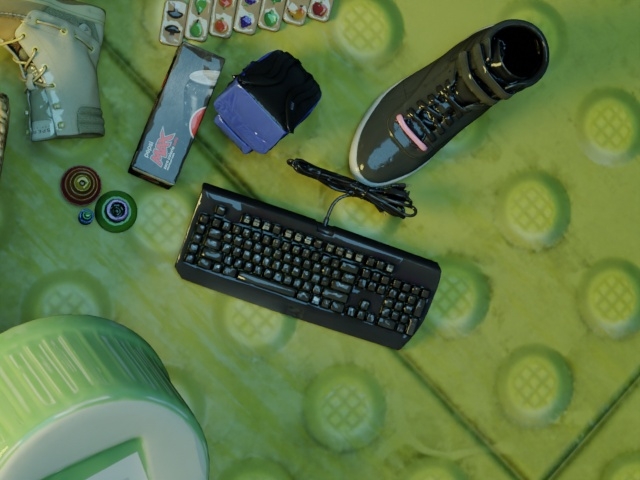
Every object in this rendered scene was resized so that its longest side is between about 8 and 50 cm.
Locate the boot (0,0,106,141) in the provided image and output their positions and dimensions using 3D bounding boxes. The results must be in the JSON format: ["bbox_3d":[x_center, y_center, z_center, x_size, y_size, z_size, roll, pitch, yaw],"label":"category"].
[{"bbox_3d":[-0.329,-0.196,1.500,0.213,0.077,0.165,0,88,-52],"label":"boot"}]

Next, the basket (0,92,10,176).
[{"bbox_3d":[-0.463,-0.024,1.421,0.223,0.213,0.299,9,83,-14],"label":"basket"}]

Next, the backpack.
[{"bbox_3d":[-0.066,-0.170,1.591,0.098,0.101,0.120,50,44,-9],"label":"backpack"}]

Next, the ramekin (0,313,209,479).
[{"bbox_3d":[-0.266,0.246,1.407,0.303,0.148,0.303,-16,122,-28],"label":"ramekin"}]

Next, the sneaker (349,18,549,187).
[{"bbox_3d":[0.160,-0.178,1.621,0.296,0.147,0.104,-41,97,-12],"label":"sneaker"}]

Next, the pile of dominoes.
[{"bbox_3d":[-0.095,-0.352,1.627,0.251,0.040,0.196,-11,88,-14],"label":"pile of dominoes"}]

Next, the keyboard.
[{"bbox_3d":[0.000,0.000,1.610,0.317,0.033,0.201,18,92,-12],"label":"keyboard"}]

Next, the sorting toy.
[{"bbox_3d":[-0.264,-0.046,1.559,0.102,0.042,0.061,34,79,-9],"label":"sorting toy"}]

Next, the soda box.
[{"bbox_3d":[-0.173,-0.150,1.585,0.060,0.053,0.169,22,81,-11],"label":"soda box"}]
